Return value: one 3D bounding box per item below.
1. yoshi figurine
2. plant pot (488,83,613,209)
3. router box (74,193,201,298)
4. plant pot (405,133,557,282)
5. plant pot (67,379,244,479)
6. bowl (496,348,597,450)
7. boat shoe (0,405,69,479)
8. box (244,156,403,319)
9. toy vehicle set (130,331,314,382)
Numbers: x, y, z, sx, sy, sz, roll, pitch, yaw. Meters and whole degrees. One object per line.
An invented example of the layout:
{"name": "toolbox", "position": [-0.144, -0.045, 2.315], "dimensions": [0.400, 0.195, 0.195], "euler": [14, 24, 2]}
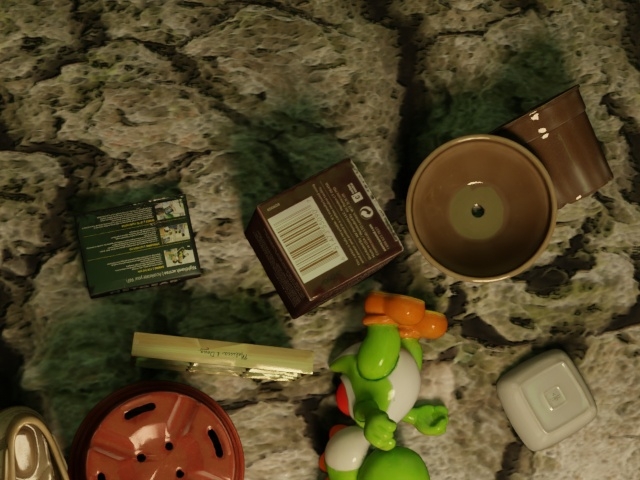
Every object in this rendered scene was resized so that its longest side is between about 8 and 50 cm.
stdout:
{"name": "yoshi figurine", "position": [0.117, 0.271, 1.871], "dimensions": [0.203, 0.203, 0.362], "euler": [17, 80, -12]}
{"name": "plant pot", "position": [0.387, -0.144, 2.013], "dimensions": [0.167, 0.167, 0.165], "euler": [-29, 92, -13]}
{"name": "router box", "position": [-0.287, 0.009, 1.932], "dimensions": [0.179, 0.046, 0.133], "euler": [-11, 81, -10]}
{"name": "plant pot", "position": [0.256, -0.050, 1.979], "dimensions": [0.237, 0.110, 0.237], "euler": [0, 90, 4]}
{"name": "plant pot", "position": [-0.234, 0.325, 1.766], "dimensions": [0.272, 0.265, 0.272], "euler": [2, 78, -8]}
{"name": "bowl", "position": [0.370, 0.255, 1.981], "dimensions": [0.142, 0.053, 0.142], "euler": [-27, 84, -11]}
{"name": "boat shoe", "position": [-0.400, 0.408, 1.751], "dimensions": [0.122, 0.110, 0.341], "euler": [-18, 98, -27]}
{"name": "box", "position": [0.000, 0.000, 1.896], "dimensions": [0.167, 0.203, 0.168], "euler": [-29, 85, -13]}
{"name": "toy vehicle set", "position": [-0.153, 0.179, 1.857], "dimensions": [0.267, 0.166, 0.035], "euler": [7, 78, -7]}
